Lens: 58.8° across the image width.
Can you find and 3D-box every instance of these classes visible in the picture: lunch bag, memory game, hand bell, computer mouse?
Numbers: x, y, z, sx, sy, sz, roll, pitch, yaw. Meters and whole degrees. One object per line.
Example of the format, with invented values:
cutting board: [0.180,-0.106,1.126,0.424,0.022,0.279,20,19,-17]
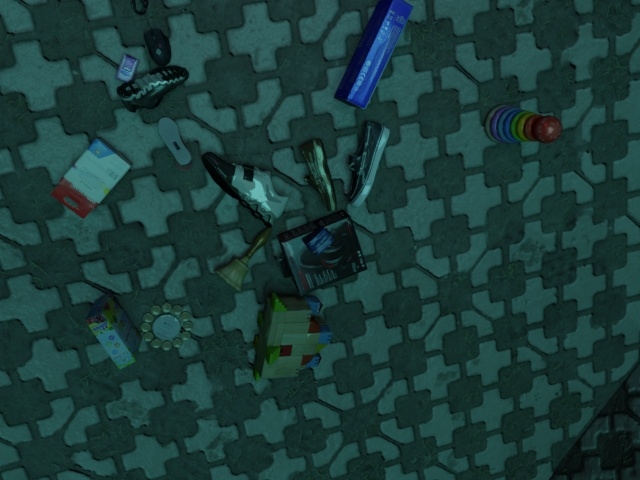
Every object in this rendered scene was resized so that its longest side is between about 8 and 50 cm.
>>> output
lunch bag: [0.000,0.000,1.922,0.098,0.067,0.065,-42,108,-1]
memory game: [-0.549,0.309,2.031,0.186,0.012,0.186,-4,107,-13]
hand bell: [-0.250,0.051,1.994,0.126,0.126,0.242,42,81,-20]
computer mouse: [-0.521,-0.657,1.739,0.071,0.041,0.242,-21,109,-6]

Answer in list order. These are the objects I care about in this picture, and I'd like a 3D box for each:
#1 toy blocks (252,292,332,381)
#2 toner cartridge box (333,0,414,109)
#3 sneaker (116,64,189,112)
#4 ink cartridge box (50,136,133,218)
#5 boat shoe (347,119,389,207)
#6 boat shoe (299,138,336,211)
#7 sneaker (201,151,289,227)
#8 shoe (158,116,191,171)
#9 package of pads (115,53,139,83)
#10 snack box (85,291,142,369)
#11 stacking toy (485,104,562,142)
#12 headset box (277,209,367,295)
toy blocks: [-0.084,0.350,2.067,0.260,0.191,0.382,1,115,-23]
toner cartridge box: [0.168,-0.607,1.850,0.075,0.165,0.348,23,100,-18]
sneaker: [-0.519,-0.471,1.778,0.234,0.078,0.106,-31,156,-23]
ink cartridge box: [-0.725,-0.199,1.805,0.134,0.078,0.231,41,93,-20]
boat shoe: [0.142,-0.268,1.975,0.102,0.108,0.301,18,99,-18]
boat shoe: [-0.012,-0.219,1.970,0.095,0.095,0.258,-13,103,5]
sneaker: [-0.247,-0.203,1.910,0.330,0.122,0.146,42,75,-19]
shoe: [-0.472,-0.308,1.843,0.063,0.081,0.178,-28,81,-17]
package of pads: [-0.600,-0.531,1.762,0.050,0.032,0.083,20,100,-21]
snack box: [-0.690,0.301,1.909,0.070,0.174,0.207,-26,111,-1]
stacking toy: [0.704,-0.387,1.951,0.141,0.330,0.141,-4,107,-12]
headset box: [-0.007,0.048,2.029,0.293,0.110,0.218,-21,109,-7]
